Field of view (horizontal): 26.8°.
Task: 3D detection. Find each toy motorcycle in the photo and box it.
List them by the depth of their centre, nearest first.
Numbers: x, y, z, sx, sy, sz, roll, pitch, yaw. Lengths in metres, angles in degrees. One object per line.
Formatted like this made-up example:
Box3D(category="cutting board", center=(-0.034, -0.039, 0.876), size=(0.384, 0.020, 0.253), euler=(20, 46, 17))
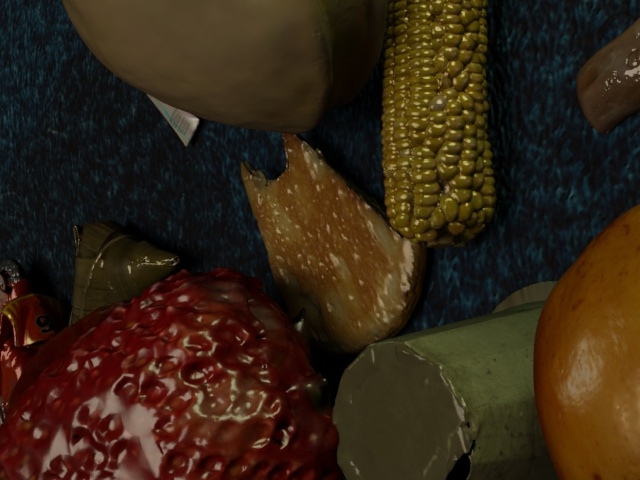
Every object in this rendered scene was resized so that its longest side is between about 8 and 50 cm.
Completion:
Box3D(category="toy motorcycle", center=(-0.376, 0.173, 1.690), size=(0.171, 0.089, 0.298), euler=(0, 92, 48))

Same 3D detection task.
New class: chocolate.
Box3D(category="chocolate", center=(0.230, -0.130, 1.030), size=(0.101, 0.031, 0.064), euler=(-37, 59, 45))

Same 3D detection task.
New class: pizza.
Box3D(category="pizza", center=(0.000, 0.000, 1.293), size=(0.262, 0.034, 0.181), euler=(52, 128, 31))

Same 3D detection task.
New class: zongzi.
Box3D(category="zongzi", center=(-0.216, 0.070, 1.518), size=(0.176, 0.078, 0.160), euler=(21, 112, 43))

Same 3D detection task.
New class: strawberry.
Box3D(category="strawberry", center=(-0.131, 0.177, 1.230), size=(0.292, 0.310, 0.291), euler=(18, 113, 50))

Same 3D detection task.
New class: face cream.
Box3D(category="face cream", center=(-0.169, -0.151, 1.493), size=(0.115, 0.020, 0.038), euler=(50, 126, 34))

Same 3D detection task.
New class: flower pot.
Box3D(category="flower pot", center=(0.131, 0.146, 1.031), size=(0.212, 0.203, 0.212), euler=(8, 101, 47))

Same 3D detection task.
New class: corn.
Box3D(category="corn", center=(0.101, -0.139, 1.132), size=(0.101, 0.101, 0.291), euler=(2, 90, 49))

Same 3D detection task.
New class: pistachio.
Box3D(category="pistachio", center=(-0.097, -0.268, 1.200), size=(0.445, 0.281, 0.365), euler=(27, 145, 59))

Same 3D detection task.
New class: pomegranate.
Box3D(category="pomegranate", center=(0.262, 0.095, 0.839), size=(0.264, 0.264, 0.264), euler=(2, 93, 49))

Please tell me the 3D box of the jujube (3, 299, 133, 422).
Box3D(category="jujube", center=(-0.241, 0.170, 1.467), size=(0.250, 0.174, 0.174), euler=(-31, 68, 29))
